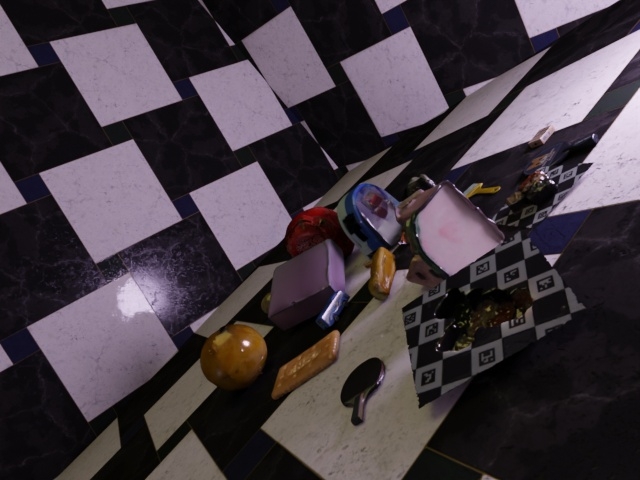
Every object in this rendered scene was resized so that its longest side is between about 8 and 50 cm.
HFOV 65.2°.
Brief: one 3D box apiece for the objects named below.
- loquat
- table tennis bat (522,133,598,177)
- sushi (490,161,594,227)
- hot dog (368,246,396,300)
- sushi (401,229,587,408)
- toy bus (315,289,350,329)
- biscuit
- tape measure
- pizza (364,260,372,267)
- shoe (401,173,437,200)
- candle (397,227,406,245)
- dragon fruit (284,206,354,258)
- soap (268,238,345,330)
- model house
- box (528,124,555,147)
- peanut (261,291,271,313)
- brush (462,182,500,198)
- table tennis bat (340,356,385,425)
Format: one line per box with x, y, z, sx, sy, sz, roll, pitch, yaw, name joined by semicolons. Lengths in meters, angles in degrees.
-0.303;0.406;1.754;0.235;0.235;0.235;-39;11;9;loquat
0.691;-0.248;1.454;0.150;0.027;0.236;-49;11;-29;table tennis bat
0.565;-0.137;1.336;0.231;0.047;0.219;-46;12;-5;sushi
0.197;0.106;1.625;0.068;0.083;0.289;-57;3;27;hot dog
0.331;0.162;1.014;0.339;0.069;0.320;-38;20;17;sushi
0.044;0.232;1.686;0.051;0.061;0.153;-37;12;49;toy bus
-0.044;0.373;1.514;0.250;0.030;0.160;-37;12;19;biscuit
0.191;-0.086;1.952;0.138;0.262;0.259;-45;5;40;tape measure
0.190;0.087;1.869;0.037;0.016;0.083;-50;10;-32;pizza
0.408;-0.205;2.077;0.112;0.099;0.227;-48;7;-1;shoe
0.359;-0.079;1.829;0.301;0.059;0.084;-50;5;-35;candle
0.000;0.000;2.164;0.296;0.295;0.302;-35;-21;27;dragon fruit
-0.053;0.160;1.906;0.296;0.107;0.285;-28;34;23;soap
0.292;0.003;1.311;0.202;0.237;0.237;-52;10;-18;model house
0.737;-0.346;1.668;0.083;0.024;0.053;-48;13;-23;box
-0.120;0.227;2.106;0.275;0.125;0.111;-35;-11;-3;peanut
0.540;-0.167;1.679;0.083;0.011;0.205;-42;12;-8;brush
0.095;0.350;1.171;0.130;0.019;0.220;-38;10;21;table tennis bat
